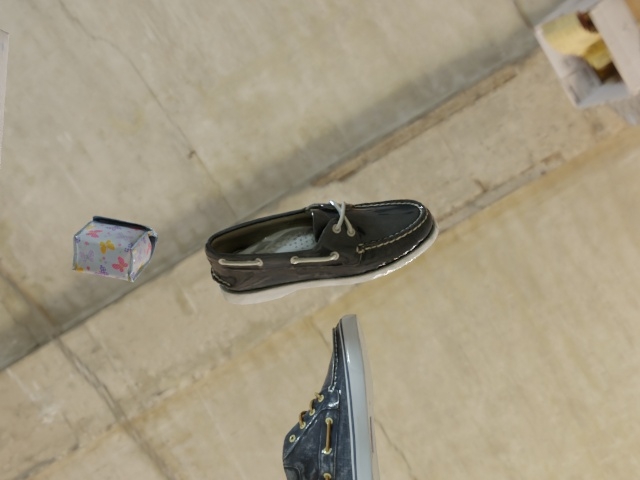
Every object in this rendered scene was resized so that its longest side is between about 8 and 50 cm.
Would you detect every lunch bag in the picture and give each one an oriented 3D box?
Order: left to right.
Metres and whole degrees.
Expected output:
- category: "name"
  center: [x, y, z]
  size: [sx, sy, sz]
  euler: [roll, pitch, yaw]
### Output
- category: "lunch bag"
  center: [-0.221, 0.003, 0.928]
  size: [0.083, 0.071, 0.053]
  euler: [-65, -16, -68]

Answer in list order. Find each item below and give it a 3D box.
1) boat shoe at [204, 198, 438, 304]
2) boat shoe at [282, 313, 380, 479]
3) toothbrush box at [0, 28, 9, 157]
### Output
- category: "boat shoe"
  center: [0.000, 0.000, 1.111]
  size: [0.114, 0.303, 0.091]
  euler: [-106, -3, -52]
- category: "boat shoe"
  center: [0.006, 0.160, 0.781]
  size: [0.065, 0.083, 0.183]
  euler: [55, -150, -72]
- category: "toothbrush box"
  center: [-0.575, -0.168, 1.184]
  size: [0.126, 0.296, 0.216]
  euler: [23, -125, -50]
